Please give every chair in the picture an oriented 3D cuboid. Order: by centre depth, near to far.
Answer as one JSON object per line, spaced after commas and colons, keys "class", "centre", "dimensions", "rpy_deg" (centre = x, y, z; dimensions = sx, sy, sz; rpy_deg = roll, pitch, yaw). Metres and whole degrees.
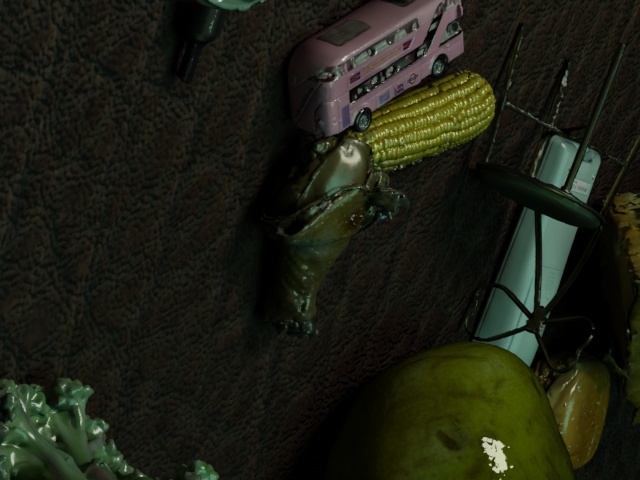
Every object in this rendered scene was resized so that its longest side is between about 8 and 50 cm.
{"class": "chair", "centre": [0.236, -0.045, 2.006], "dimensions": [0.170, 0.159, 0.326], "rpy_deg": [28, 84, -54]}

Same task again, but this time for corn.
{"class": "corn", "centre": [0.093, -0.110, 1.848], "dimensions": [0.203, 0.072, 0.072], "rpy_deg": [-26, 128, -43]}

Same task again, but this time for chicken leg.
{"class": "chicken leg", "centre": [-0.006, -0.003, 1.756], "dimensions": [0.125, 0.080, 0.196], "rpy_deg": [26, 101, -34]}

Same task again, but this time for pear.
{"class": "pear", "centre": [0.131, 0.241, 1.947], "dimensions": [0.321, 0.269, 0.269], "rpy_deg": [-35, 136, -57]}

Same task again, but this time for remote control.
{"class": "remote control", "centre": [0.243, 0.031, 2.149], "dimensions": [0.103, 0.051, 0.293], "rpy_deg": [12, 97, -55]}

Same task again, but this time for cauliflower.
{"class": "cauliflower", "centre": [-0.180, 0.234, 1.491], "dimensions": [0.239, 0.315, 0.256], "rpy_deg": [37, 61, -29]}

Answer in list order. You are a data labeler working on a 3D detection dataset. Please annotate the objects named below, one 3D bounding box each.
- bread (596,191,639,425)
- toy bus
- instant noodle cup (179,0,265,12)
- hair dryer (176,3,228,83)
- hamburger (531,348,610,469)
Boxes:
{"class": "bread", "centre": [0.443, 0.105, 2.200], "dimensions": [0.279, 0.248, 0.315], "rpy_deg": [-80, 160, -73]}
{"class": "toy bus", "centre": [0.052, -0.169, 1.763], "dimensions": [0.203, 0.063, 0.090], "rpy_deg": [-35, 134, -38]}
{"class": "instant noodle cup", "centre": [-0.145, -0.290, 1.203], "dimensions": [0.294, 0.307, 0.294], "rpy_deg": [-31, 131, -43]}
{"class": "hair dryer", "centre": [-0.088, -0.240, 1.532], "dimensions": [0.195, 0.078, 0.248], "rpy_deg": [-5, 118, -51]}
{"class": "hamburger", "centre": [0.286, 0.204, 2.278], "dimensions": [0.138, 0.083, 0.147], "rpy_deg": [-5, 108, -53]}
